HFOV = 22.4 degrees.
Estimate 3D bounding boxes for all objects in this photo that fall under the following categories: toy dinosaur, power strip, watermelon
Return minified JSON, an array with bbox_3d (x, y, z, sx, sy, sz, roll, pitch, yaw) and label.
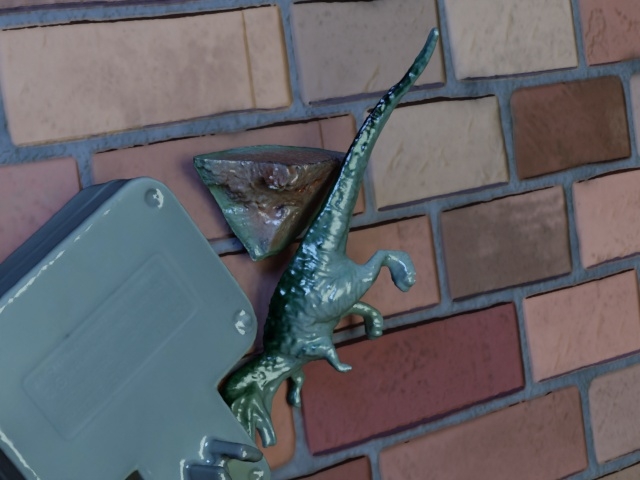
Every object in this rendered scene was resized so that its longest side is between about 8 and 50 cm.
[{"bbox_3d":[0.035,0.016,1.362,0.129,0.076,0.383,30,82,-40],"label":"toy dinosaur"},{"bbox_3d":[-0.136,0.113,1.202,0.229,0.141,0.261,-46,114,-30],"label":"power strip"},{"bbox_3d":[-0.025,-0.040,1.345,0.155,0.080,0.101,-31,116,-56],"label":"watermelon"}]
